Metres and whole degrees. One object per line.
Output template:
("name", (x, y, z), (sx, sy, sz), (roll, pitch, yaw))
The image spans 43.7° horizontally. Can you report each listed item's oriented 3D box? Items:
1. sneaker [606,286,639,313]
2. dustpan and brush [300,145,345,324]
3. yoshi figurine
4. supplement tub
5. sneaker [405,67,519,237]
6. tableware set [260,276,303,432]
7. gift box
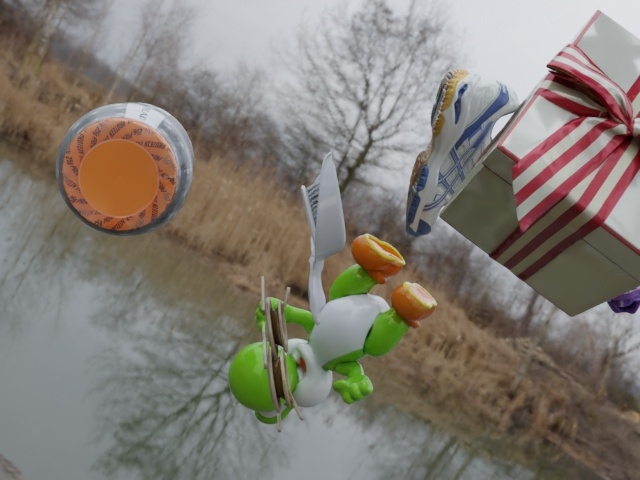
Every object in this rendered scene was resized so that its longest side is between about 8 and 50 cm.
("sneaker", (0.507, 0.053, 1.342), (0.095, 0.105, 0.236), (3, -26, 27))
("dustpan and brush", (0.000, 0.000, 1.029), (0.060, 0.211, 0.147), (-10, -5, -5))
("yoshi figurine", (-0.008, 0.164, 1.255), (0.203, 0.362, 0.203), (39, 19, -19))
("supplement tub", (-0.291, -0.114, 1.221), (0.193, 0.194, 0.316), (28, 4, -12))
("sneaker", (0.223, -0.121, 1.280), (0.130, 0.297, 0.112), (13, 34, -5))
("tableware set", (-0.051, 0.151, 1.086), (0.039, 0.128, 0.194), (-8, 33, 0))
("gift box", (0.312, -0.062, 0.918), (0.255, 0.276, 0.258), (33, -21, 2))
